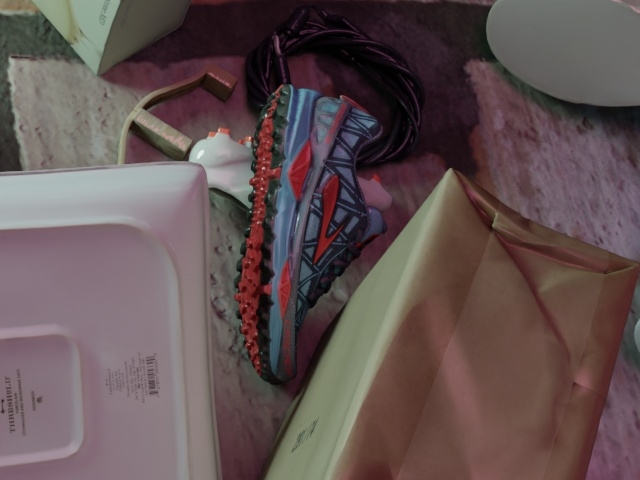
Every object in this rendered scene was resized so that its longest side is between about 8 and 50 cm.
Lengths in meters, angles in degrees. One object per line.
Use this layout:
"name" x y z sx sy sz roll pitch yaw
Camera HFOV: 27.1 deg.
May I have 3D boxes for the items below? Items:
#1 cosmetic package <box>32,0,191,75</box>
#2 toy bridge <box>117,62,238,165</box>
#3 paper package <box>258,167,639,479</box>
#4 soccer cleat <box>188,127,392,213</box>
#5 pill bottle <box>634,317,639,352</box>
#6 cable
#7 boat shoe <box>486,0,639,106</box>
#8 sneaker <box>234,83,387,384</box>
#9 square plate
"cosmetic package" -0.249 -0.325 1.220 0.113 0.160 0.309 -37 82 -28
"toy bridge" -0.150 -0.098 1.230 0.063 0.026 0.188 33 60 -1
"paper package" 0.069 0.159 1.020 0.168 0.325 0.309 25 59 -5
"soccer cleat" -0.030 -0.045 1.234 0.196 0.068 0.076 15 82 -15
"pill bottle" 0.419 0.018 1.315 0.152 0.152 0.272 39 61 0
"cable" 0.018 -0.143 1.300 0.184 0.047 0.150 43 60 1
"boat shoe" 0.349 -0.206 1.424 0.340 0.127 0.158 14 17 7
"sneaker" 0.000 0.000 1.159 0.125 0.104 0.262 7 92 -16
"square plate" -0.234 0.117 1.014 0.344 0.049 0.347 -4 92 -23
